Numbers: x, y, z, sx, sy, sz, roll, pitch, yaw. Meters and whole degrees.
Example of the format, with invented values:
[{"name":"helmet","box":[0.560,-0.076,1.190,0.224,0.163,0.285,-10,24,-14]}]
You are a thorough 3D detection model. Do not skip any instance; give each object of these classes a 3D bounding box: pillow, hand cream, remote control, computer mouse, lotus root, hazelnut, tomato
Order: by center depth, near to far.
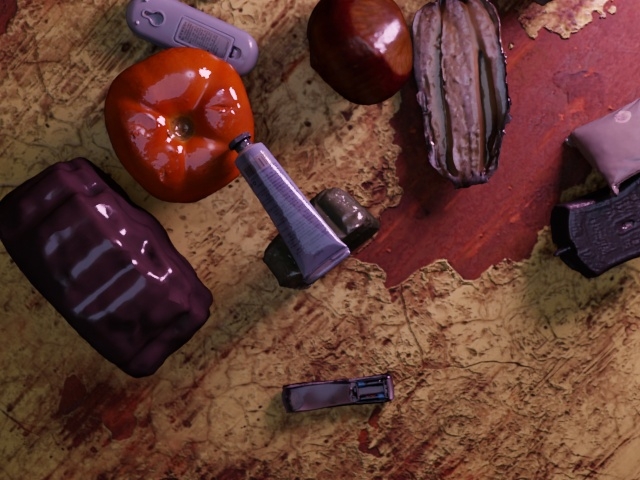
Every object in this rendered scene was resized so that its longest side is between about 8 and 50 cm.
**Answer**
[{"name":"hand cream","box":[-0.060,-0.057,1.205,0.088,0.055,0.256,-36,86,5]},{"name":"hazelnut","box":[0.068,-0.339,1.284,0.170,0.160,0.201,-5,61,-10]},{"name":"tomato","box":[-0.230,-0.194,1.285,0.260,0.180,0.259,-2,104,-9]},{"name":"pillow","box":[0.563,-0.190,1.289,0.255,0.059,0.169,-28,56,9]},{"name":"lotus root","box":[0.253,-0.255,1.325,0.167,0.078,0.329,0,102,25]},{"name":"remote control","box":[-0.224,-0.359,1.330,0.244,0.047,0.087,23,102,-1]},{"name":"computer mouse","box":[0.523,-0.036,1.340,0.264,0.088,0.147,-24,95,3]},{"name":"remote control","box":[0.032,0.287,1.434,0.212,0.028,0.059,-8,100,2]}]

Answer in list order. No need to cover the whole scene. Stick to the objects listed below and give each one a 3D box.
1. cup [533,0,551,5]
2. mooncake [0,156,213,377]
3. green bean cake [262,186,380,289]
[{"name":"cup","box":[0.378,-0.469,1.247,0.199,0.199,0.150,33,117,-4]},{"name":"mooncake","box":[-0.350,0.040,1.264,0.212,0.350,0.381,-41,106,-2]},{"name":"green bean cake","box":[0.000,0.000,1.310,0.185,0.183,0.094,-44,79,8]}]
